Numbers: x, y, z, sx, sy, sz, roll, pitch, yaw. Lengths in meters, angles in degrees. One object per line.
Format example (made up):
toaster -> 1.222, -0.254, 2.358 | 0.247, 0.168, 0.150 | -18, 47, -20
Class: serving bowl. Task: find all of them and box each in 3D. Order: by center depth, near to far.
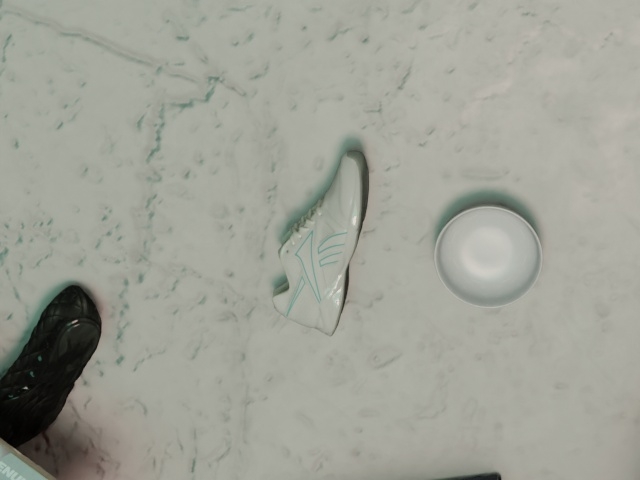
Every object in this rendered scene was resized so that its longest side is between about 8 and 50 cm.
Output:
serving bowl -> 0.129, 0.009, 1.438 | 0.083, 0.027, 0.083 | 2, 111, 6

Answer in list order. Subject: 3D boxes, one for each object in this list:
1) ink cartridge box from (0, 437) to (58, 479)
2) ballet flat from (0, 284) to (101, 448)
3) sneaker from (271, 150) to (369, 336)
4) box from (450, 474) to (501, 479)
ink cartridge box -> -0.342, 0.227, 1.504 | 0.309, 0.130, 0.272 | 37, 101, -4
ballet flat -> -0.229, 0.109, 1.519 | 0.057, 0.049, 0.173 | 23, 120, -32
sneaker -> 0.000, 0.000, 1.437 | 0.061, 0.054, 0.152 | 16, 112, 4
box -> 0.086, 0.336, 1.504 | 0.163, 0.142, 0.247 | -9, 109, 10
